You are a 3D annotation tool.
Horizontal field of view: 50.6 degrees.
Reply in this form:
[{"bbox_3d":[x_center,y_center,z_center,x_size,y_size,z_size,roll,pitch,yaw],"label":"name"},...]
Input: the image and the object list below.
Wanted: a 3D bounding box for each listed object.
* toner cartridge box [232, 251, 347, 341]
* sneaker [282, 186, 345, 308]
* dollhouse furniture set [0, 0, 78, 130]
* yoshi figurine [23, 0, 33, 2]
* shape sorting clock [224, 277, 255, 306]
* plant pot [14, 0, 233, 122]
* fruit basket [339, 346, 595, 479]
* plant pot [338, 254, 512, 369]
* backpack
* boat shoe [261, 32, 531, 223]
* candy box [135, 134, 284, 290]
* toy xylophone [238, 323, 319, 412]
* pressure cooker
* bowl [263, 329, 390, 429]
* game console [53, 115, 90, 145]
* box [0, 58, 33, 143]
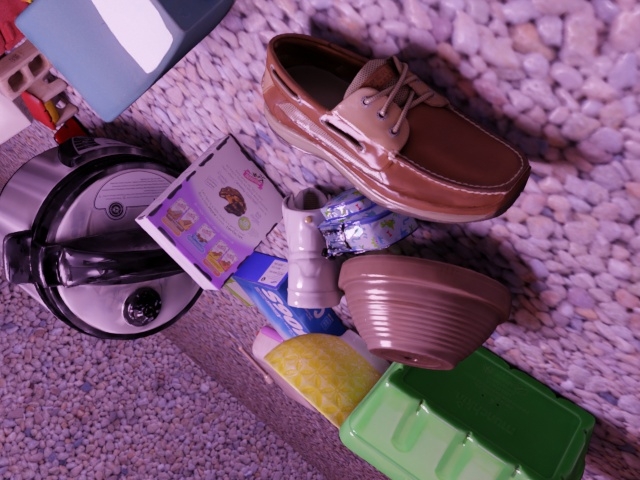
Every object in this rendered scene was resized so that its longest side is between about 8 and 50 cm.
[{"bbox_3d":[-0.035,0.177,1.469,0.165,0.075,0.348,14,146,49],"label":"toner cartridge box"},{"bbox_3d":[0.000,0.000,1.069,0.108,0.169,0.292,-1,-175,1],"label":"sneaker"},{"bbox_3d":[-0.646,-0.366,1.319,0.201,0.152,0.374,34,157,14],"label":"dollhouse furniture set"},{"bbox_3d":[-0.510,-0.502,0.904,0.362,0.204,0.203,32,-159,-16],"label":"yoshi figurine"},{"bbox_3d":[-0.194,0.097,1.614,0.206,0.040,0.206,31,158,14],"label":"shape sorting clock"},{"bbox_3d":[-0.215,-0.279,0.810,0.234,0.166,0.165,-9,128,51],"label":"plant pot"},{"bbox_3d":[0.243,0.353,1.154,0.392,0.283,0.392,25,136,27],"label":"fruit basket"},{"bbox_3d":[0.133,0.109,0.918,0.237,0.110,0.237,12,164,3],"label":"plant pot"},{"bbox_3d":[0.062,-0.030,0.897,0.114,0.105,0.084,-3,112,47],"label":"backpack"},{"bbox_3d":[0.058,-0.126,0.705,0.324,0.122,0.120,27,151,27],"label":"boat shoe"},{"bbox_3d":[-0.169,-0.045,1.107,0.165,0.196,0.070,49,157,-19],"label":"candy box"},{"bbox_3d":[-0.096,0.356,1.887,0.236,0.081,0.323,22,151,38],"label":"toy xylophone"},{"bbox_3d":[-0.411,0.000,1.350,0.420,0.370,0.375,18,153,50],"label":"pressure cooker"},{"bbox_3d":[0.046,0.268,1.311,0.289,0.156,0.289,41,169,10],"label":"bowl"},{"bbox_3d":[-0.562,-0.210,1.574,0.085,0.124,0.144,-15,127,32],"label":"game console"},{"bbox_3d":[-0.782,-0.373,1.500,0.311,0.121,0.148,57,-175,-32],"label":"box"}]
